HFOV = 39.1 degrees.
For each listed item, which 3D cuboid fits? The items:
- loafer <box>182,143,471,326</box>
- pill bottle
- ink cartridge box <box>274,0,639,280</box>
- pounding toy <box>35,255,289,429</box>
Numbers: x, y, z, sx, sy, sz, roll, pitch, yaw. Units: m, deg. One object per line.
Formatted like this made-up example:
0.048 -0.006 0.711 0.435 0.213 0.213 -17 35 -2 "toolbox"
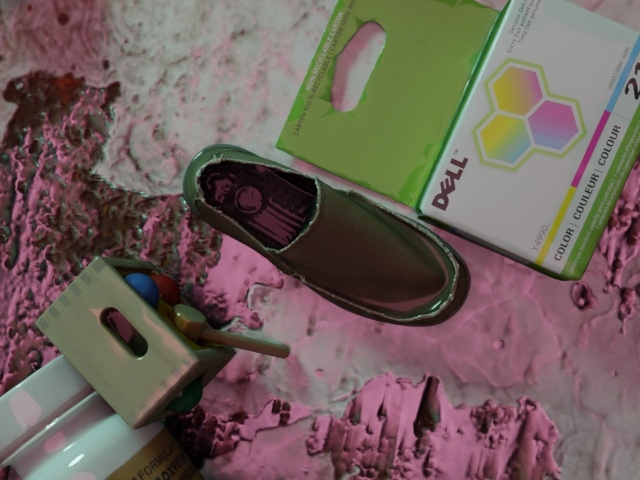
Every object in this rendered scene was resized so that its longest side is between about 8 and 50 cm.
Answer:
0.000 0.000 0.712 0.251 0.087 0.094 23 93 2 "loafer"
-0.162 0.203 0.704 0.131 0.131 0.229 -37 90 3 "pill bottle"
0.111 -0.104 0.700 0.255 0.097 0.189 24 93 1 "ink cartridge box"
-0.117 0.078 0.709 0.141 0.130 0.100 44 94 9 "pounding toy"
